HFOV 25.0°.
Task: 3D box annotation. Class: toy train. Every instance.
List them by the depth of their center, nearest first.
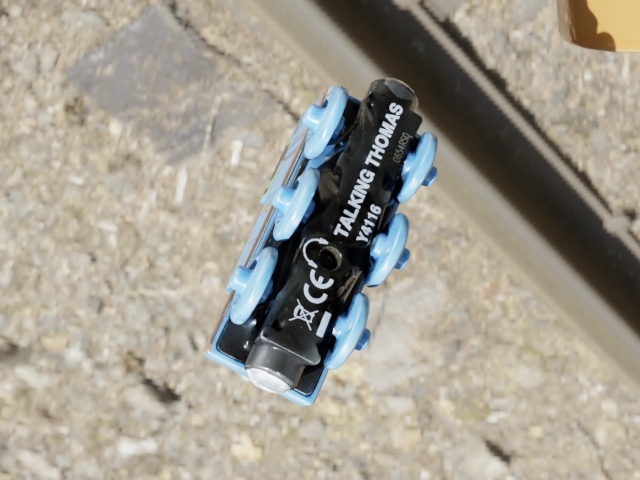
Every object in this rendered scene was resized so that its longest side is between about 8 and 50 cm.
[{"bbox_3d":[0.000,0.000,0.766,0.080,0.184,0.105,27,160,-10],"label":"toy train"}]

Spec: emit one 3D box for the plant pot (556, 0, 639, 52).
[{"bbox_3d":[0.290,-0.259,0.967,0.291,0.291,0.203,-8,107,16],"label":"plant pot"}]
